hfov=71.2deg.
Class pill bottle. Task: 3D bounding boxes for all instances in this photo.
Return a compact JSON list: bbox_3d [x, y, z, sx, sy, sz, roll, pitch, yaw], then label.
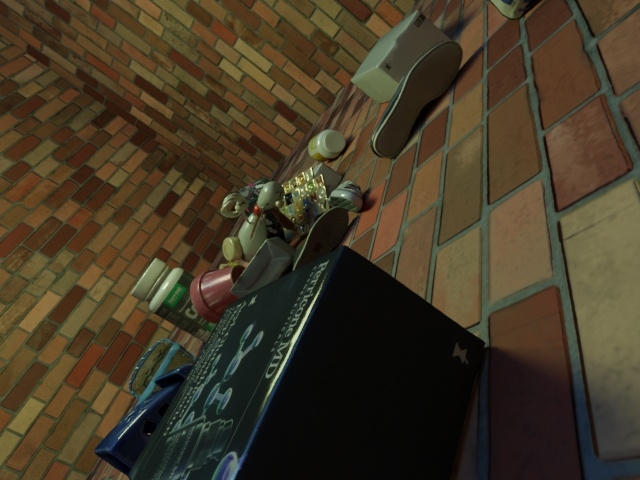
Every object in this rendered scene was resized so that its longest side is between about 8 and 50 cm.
[{"bbox_3d":[0.028,-0.391,1.835,0.117,0.118,0.208,-57,15,-6],"label":"pill bottle"},{"bbox_3d":[-0.547,0.237,1.783,0.204,0.361,0.204,-50,16,20],"label":"pill bottle"}]

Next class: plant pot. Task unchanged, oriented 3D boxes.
[{"bbox_3d":[-0.348,0.183,1.657,0.180,0.201,0.201,-29,26,27],"label":"plant pot"},{"bbox_3d":[-0.277,0.391,0.900,0.236,0.236,0.212,-35,18,51],"label":"plant pot"}]

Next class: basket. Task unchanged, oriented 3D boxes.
[{"bbox_3d":[-0.567,0.490,1.609,0.254,0.201,0.289,-59,6,-18],"label":"basket"}]

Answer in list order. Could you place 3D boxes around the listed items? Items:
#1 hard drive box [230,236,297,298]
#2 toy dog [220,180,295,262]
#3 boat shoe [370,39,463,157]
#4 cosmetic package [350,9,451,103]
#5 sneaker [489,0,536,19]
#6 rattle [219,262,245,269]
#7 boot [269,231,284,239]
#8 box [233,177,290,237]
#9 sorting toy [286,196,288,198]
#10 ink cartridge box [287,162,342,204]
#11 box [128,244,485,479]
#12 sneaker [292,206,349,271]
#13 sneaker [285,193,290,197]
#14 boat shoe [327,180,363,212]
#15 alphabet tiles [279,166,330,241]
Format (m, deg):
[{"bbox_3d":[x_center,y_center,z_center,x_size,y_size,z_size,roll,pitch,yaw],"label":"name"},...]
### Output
[{"bbox_3d":[-0.158,0.088,1.332,0.181,0.089,0.232,-54,-1,3],"label":"hard drive box"},{"bbox_3d":[-0.195,-0.018,1.463,0.220,0.161,0.333,-25,-28,-26],"label":"toy dog"},{"bbox_3d":[0.235,-0.370,1.172,0.335,0.112,0.095,-56,19,12],"label":"boat shoe"},{"bbox_3d":[0.259,-0.610,1.536,0.217,0.156,0.385,-53,16,7],"label":"cosmetic package"},{"bbox_3d":[0.449,-0.570,0.928,0.316,0.182,0.127,24,81,45],"label":"sneaker"},{"bbox_3d":[-0.378,0.185,1.953,0.200,0.130,0.142,34,101,49],"label":"rattle"},{"bbox_3d":[-0.171,-0.032,1.739,0.206,0.090,0.249,-55,21,-21],"label":"boot"},{"bbox_3d":[-0.211,-0.126,1.701,0.142,0.163,0.247,-28,24,-12],"label":"box"},{"bbox_3d":[-0.149,-0.148,1.994,0.347,0.047,0.196,-62,16,-23],"label":"sorting toy"},{"bbox_3d":[-0.030,-0.181,1.612,0.160,0.093,0.219,-58,15,-8],"label":"ink cartridge box"},{"bbox_3d":[-0.044,0.224,0.560,0.396,0.212,0.293,-30,28,56],"label":"box"},{"bbox_3d":[-0.013,0.002,1.185,0.221,0.083,0.118,-56,14,1],"label":"sneaker"},{"bbox_3d":[-0.219,-0.170,2.177,0.086,0.085,0.237,0,55,54],"label":"sneaker"},{"bbox_3d":[0.070,-0.128,1.207,0.075,0.083,0.226,-57,14,-4],"label":"boat shoe"},{"bbox_3d":[-0.059,-0.119,1.469,0.237,0.009,0.198,-23,74,45],"label":"alphabet tiles"}]
